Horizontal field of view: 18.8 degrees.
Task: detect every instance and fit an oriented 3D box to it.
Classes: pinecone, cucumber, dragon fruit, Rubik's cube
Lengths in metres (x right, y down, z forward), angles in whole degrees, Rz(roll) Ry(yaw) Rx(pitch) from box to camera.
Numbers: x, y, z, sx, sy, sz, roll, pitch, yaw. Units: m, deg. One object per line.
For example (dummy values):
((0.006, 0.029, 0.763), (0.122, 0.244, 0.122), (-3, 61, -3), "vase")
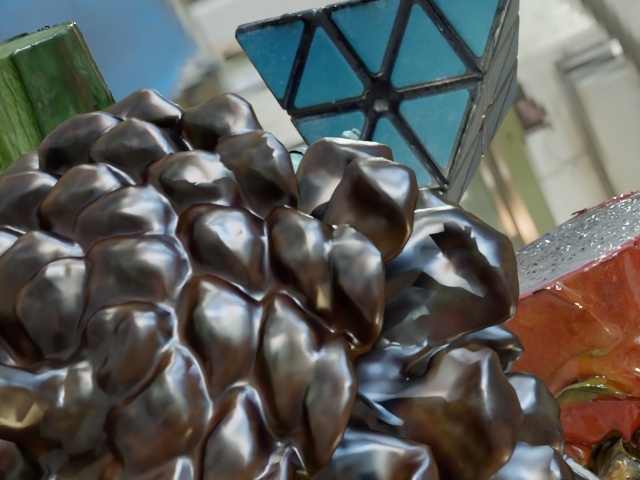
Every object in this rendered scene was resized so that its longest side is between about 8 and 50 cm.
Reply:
((-0.045, 0.128, 1.026), (0.398, 0.397, 0.398), (156, -90, -87), "pinecone")
((-0.271, -0.112, 1.719), (0.130, 0.191, 0.191), (63, -2, -11), "cucumber")
((0.262, 0.106, 1.786), (0.226, 0.305, 0.305), (60, -2, -4), "dragon fruit")
((0.090, -0.139, 1.821), (0.233, 0.228, 0.229), (60, -5, -28), "Rubik's cube")

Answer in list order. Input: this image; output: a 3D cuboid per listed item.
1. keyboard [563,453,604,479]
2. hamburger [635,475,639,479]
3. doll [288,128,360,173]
((0.215, 0.189, 1.379), (0.106, 0.016, 0.262), (36, -2, -35), "keyboard")
((0.311, 0.150, 2.064), (0.246, 0.170, 0.246), (165, -90, -73), "hamburger")
((0.000, 0.000, 1.396), (0.159, 0.059, 0.159), (-107, -146, -43), "doll")
